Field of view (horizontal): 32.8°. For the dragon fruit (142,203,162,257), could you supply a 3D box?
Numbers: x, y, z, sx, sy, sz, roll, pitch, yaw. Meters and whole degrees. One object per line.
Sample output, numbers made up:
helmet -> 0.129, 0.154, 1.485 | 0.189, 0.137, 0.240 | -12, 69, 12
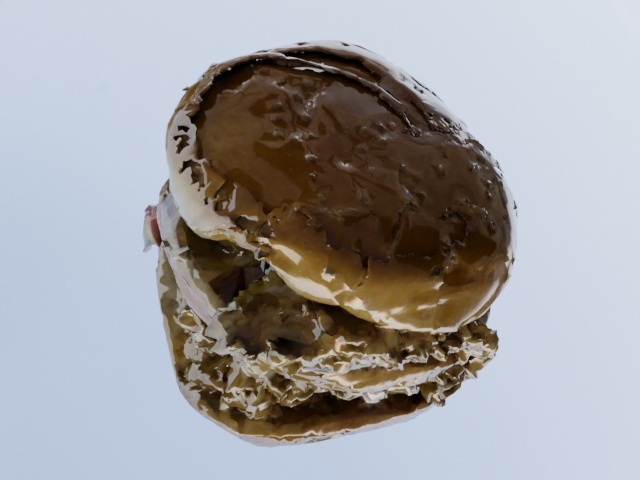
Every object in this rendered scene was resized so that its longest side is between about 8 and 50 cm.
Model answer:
dragon fruit -> -0.068, 0.003, 1.242 | 0.291, 0.291, 0.189 | 26, -101, -27

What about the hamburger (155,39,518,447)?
hamburger -> 0.004, 0.009, 0.689 | 0.245, 0.211, 0.260 | 28, -137, 11
